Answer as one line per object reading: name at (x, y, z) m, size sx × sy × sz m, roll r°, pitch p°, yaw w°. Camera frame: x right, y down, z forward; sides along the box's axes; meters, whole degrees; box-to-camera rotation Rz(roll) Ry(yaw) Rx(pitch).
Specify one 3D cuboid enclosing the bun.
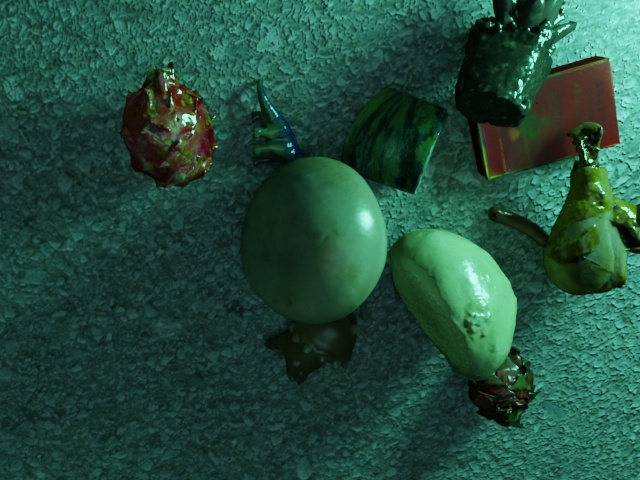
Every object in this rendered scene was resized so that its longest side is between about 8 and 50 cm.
bun at (0.318, 0.124, 1.495) m, size 0.202 × 0.364 × 0.364 m, roll -31°, pitch 107°, yaw -7°

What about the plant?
plant at (0.402, -0.398, 1.359) m, size 0.194 × 0.181 × 0.321 m, roll 18°, pitch 80°, yaw 19°

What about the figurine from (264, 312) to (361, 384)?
figurine at (-0.009, 0.247, 1.589) m, size 0.247 × 0.173 × 0.177 m, roll -37°, pitch 106°, yaw 8°

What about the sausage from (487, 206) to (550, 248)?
sausage at (0.483, -0.034, 1.599) m, size 0.176 × 0.040 × 0.047 m, roll 25°, pitch 103°, yaw -12°

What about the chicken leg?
chicken leg at (0.647, -0.068, 1.482) m, size 0.294 × 0.182 × 0.410 m, roll -3°, pitch 111°, yaw 19°

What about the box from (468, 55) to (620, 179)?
box at (0.499, -0.277, 1.498) m, size 0.313 × 0.089 × 0.198 m, roll -15°, pitch 110°, yaw 1°

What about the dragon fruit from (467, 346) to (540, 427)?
dragon fruit at (0.451, 0.358, 1.651) m, size 0.182 × 0.182 × 0.189 m, roll 48°, pitch 61°, yaw -15°

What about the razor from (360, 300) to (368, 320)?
razor at (0.096, 0.100, 1.626) m, size 0.084 × 0.036 × 0.211 m, roll -1°, pitch 115°, yaw 22°

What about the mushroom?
mushroom at (0.000, 0.000, 1.453) m, size 0.294 × 0.362 × 0.363 m, roll 3°, pitch 113°, yaw -47°

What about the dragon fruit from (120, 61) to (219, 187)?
dragon fruit at (-0.326, -0.240, 1.399) m, size 0.209 × 0.205 × 0.268 m, roll 1°, pitch 123°, yaw 5°

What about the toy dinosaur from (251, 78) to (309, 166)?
toy dinosaur at (-0.065, -0.243, 1.502) m, size 0.188 × 0.075 × 0.248 m, roll -5°, pitch 102°, yaw -12°

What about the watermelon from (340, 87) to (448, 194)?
watermelon at (0.196, -0.202, 1.460) m, size 0.201 × 0.261 × 0.213 m, roll 14°, pitch 104°, yaw -37°
